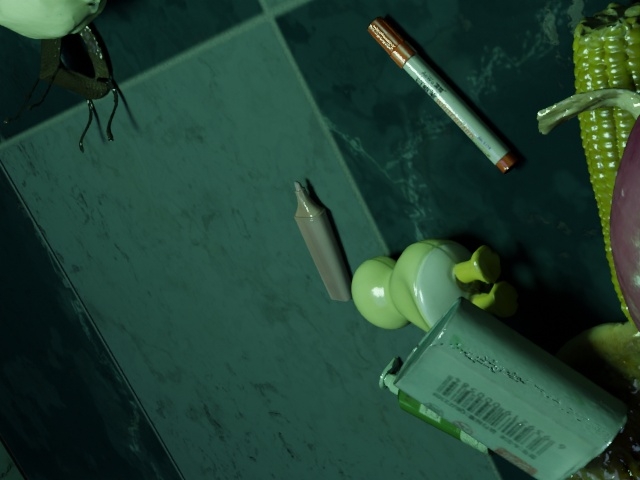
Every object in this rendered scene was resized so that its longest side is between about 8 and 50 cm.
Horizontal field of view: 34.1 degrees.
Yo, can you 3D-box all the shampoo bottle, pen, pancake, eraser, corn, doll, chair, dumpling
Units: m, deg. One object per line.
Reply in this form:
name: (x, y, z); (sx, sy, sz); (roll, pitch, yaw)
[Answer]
shampoo bottle: (0.171, 0.235, 1.498); (0.204, 0.065, 0.065); (24, 135, 35)
pen: (0.143, -0.171, 1.216); (0.239, 0.028, 0.028); (48, 144, 7)
pancake: (0.431, 0.250, 1.204); (0.382, 0.071, 0.382); (30, 138, 31)
eraser: (0.218, 0.180, 1.222); (0.227, 0.081, 0.174); (34, 138, 2)
corn: (0.325, -0.065, 1.016); (0.131, 0.131, 0.345); (3, 121, 47)
doll: (0.133, 0.062, 1.363); (0.141, 0.117, 0.296); (57, 158, -16)
chair: (-0.417, -0.273, 1.718); (0.174, 0.149, 0.213); (-10, 69, 55)
pen: (0.000, 0.000, 1.518); (0.053, 0.032, 0.197); (6, 126, 47)
dumpling: (-0.418, -0.395, 1.485); (0.242, 0.187, 0.318); (20, 176, -25)

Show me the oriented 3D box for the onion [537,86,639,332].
onion: (0.370, -0.058, 0.783); (0.345, 0.358, 0.358); (61, 148, 20)
